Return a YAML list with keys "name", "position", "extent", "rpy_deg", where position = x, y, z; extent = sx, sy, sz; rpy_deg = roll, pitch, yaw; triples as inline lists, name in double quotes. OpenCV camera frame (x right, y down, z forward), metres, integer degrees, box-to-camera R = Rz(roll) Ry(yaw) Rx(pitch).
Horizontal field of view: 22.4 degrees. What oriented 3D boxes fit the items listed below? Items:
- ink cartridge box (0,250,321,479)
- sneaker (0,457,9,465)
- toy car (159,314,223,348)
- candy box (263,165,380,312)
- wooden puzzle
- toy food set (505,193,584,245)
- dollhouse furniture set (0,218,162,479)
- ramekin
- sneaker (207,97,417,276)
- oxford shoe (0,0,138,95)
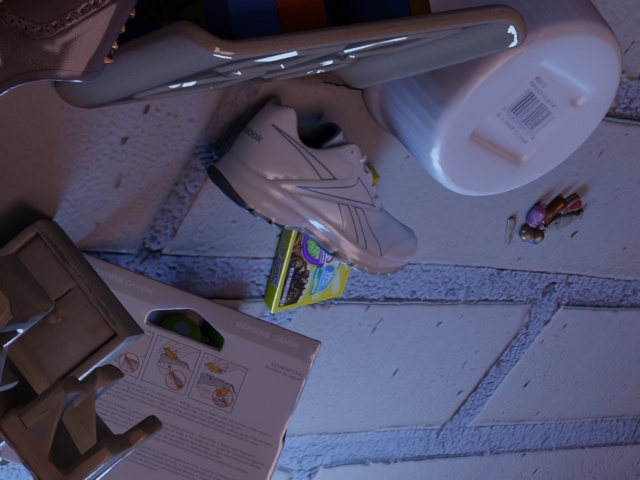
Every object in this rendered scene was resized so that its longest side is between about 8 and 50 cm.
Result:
- name: "ink cartridge box"
  position: [-0.177, 0.171, 1.806]
  extent: [0.296, 0.066, 0.261]
  rpy_deg: [21, 102, -2]
- name: "sneaker"
  position: [-0.425, 0.216, 1.818]
  extent: [0.086, 0.064, 0.192]
  rpy_deg: [-29, 146, 7]
- name: "toy car"
  position: [-0.130, 0.204, 1.927]
  extent: [0.149, 0.188, 0.155]
  rpy_deg: [-4, 136, -37]
- name: "candy box"
  position: [0.000, 0.000, 1.929]
  extent: [0.105, 0.027, 0.206]
  rpy_deg: [-15, 141, -28]
- name: "wooden puzzle"
  position: [-0.036, -0.189, 1.505]
  extent: [0.348, 0.080, 0.322]
  rpy_deg: [-7, 180, -30]
- name: "toy food set"
  position: [0.304, -0.027, 2.153]
  extent: [0.122, 0.019, 0.078]
  rpy_deg: [-23, 144, -16]
- name: "dollhouse furniture set"
  position: [-0.353, 0.114, 1.506]
  extent: [0.256, 0.362, 0.394]
  rpy_deg: [-40, 175, 5]
- name: "ramekin"
  position: [0.197, -0.178, 1.778]
  extent: [0.277, 0.135, 0.277]
  rpy_deg: [-22, 144, -17]
- name: "sneaker"
  position: [0.017, -0.052, 1.783]
  extent: [0.297, 0.111, 0.129]
  rpy_deg: [28, 97, -43]
- name: "oxford shoe"
  position: [-0.195, -0.218, 1.375]
  extent: [0.363, 0.130, 0.133]
  rpy_deg: [-28, 111, 6]
